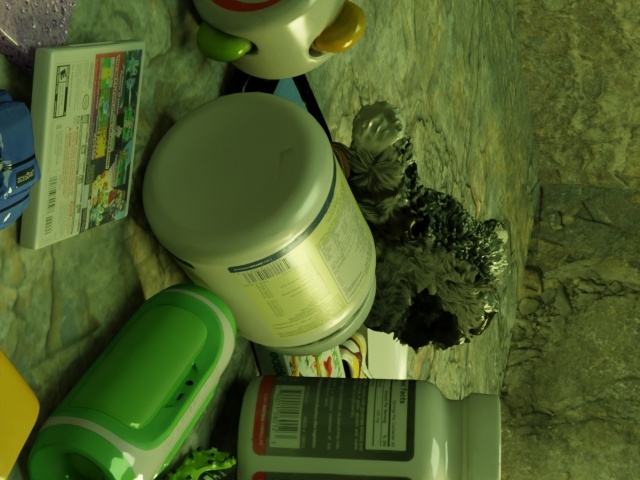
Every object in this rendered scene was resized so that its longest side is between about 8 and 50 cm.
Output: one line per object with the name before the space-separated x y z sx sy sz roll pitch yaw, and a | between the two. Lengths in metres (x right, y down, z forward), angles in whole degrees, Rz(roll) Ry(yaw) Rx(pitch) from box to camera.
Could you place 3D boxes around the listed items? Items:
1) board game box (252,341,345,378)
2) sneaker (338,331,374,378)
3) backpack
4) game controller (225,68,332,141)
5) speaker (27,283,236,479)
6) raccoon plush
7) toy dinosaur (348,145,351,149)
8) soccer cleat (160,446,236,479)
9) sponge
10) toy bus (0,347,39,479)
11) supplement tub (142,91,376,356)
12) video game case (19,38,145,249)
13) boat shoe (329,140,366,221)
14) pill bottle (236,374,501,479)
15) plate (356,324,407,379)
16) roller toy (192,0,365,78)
board game box | -0.029 0.197 1.793 0.193 0.053 0.305 -65 151 -46
sneaker | 0.053 0.256 2.024 0.084 0.070 0.185 -51 134 -44
backpack | -0.298 -0.062 0.952 0.098 0.101 0.120 -37 132 -56
game controller | -0.055 -0.167 1.639 0.319 0.067 0.166 62 37 -54
speaker | -0.198 0.170 1.222 0.296 0.131 0.131 -57 145 -53
raccoon plush | 0.186 -0.050 1.663 0.299 0.216 0.446 -61 153 -53
toy dinosaur | 0.049 -0.036 1.864 0.200 0.127 0.295 116 -34 -60
soccer cleat | -0.168 0.323 1.449 0.179 0.060 0.072 -17 125 -66
sponge | -0.273 -0.275 1.076 0.117 0.031 0.210 48 48 -63
toy bus | -0.325 0.103 0.858 0.332 0.130 0.108 71 30 -46
supplement tub | -0.062 -0.007 1.404 0.325 0.235 0.235 61 38 -56
video game case | -0.245 -0.105 1.149 0.183 0.023 0.201 -31 132 -66
boat shoe | 0.000 0.000 1.633 0.104 0.111 0.307 8 81 -58
pill bottle | 0.073 0.304 1.592 0.210 0.363 0.210 2 90 -85
plate | 0.119 0.224 2.214 0.277 0.045 0.278 -25 117 -68
roller toy | -0.055 -0.313 1.422 0.146 0.209 0.191 57 21 -60
